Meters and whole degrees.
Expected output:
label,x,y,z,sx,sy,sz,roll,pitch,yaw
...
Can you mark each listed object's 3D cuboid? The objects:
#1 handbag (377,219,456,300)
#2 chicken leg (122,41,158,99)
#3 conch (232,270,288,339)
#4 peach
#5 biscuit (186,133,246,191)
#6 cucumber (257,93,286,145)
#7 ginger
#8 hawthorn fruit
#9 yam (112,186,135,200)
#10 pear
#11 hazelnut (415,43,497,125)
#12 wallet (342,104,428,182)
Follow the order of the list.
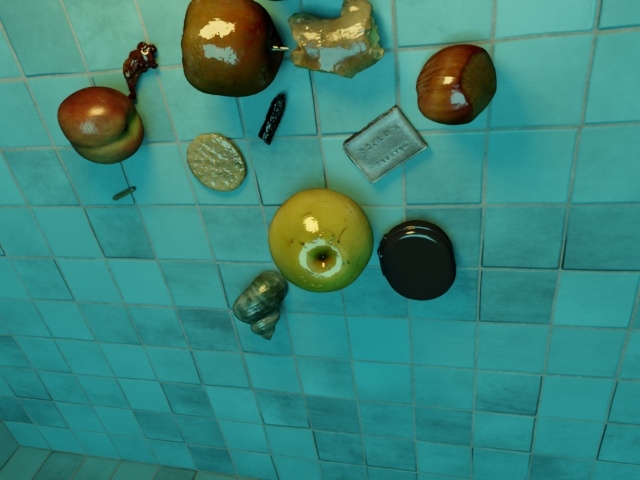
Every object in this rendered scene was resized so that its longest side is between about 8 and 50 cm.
label,x,y,z,sx,sy,sz,roll,pitch,yaw
handbag,0.329,0.069,1.746,0.254,0.093,0.308,-5,122,20
chicken leg,-0.572,-0.533,1.600,0.089,0.048,0.219,44,124,-12
conch,-0.230,0.258,1.992,0.220,0.195,0.277,-9,98,-12
peach,-0.700,-0.368,1.632,0.252,0.252,0.252,7,125,10
biscuit,-0.354,-0.261,1.739,0.220,0.033,0.220,8,125,11
cucumber,-0.148,-0.377,1.595,0.053,0.053,0.181,27,124,-4
ginger,0.042,-0.546,1.381,0.276,0.130,0.221,21,116,2
hawthorn fruit,-0.225,-0.521,1.394,0.301,0.268,0.267,11,126,5
yam,-0.732,-0.174,1.909,0.116,0.021,0.021,-19,117,27
pear,0.000,0.000,1.653,0.348,0.348,0.348,7,125,10
hazelnut,0.363,-0.408,1.366,0.186,0.210,0.210,7,129,-19
wallet,0.193,-0.287,1.570,0.222,0.036,0.167,-31,111,30
